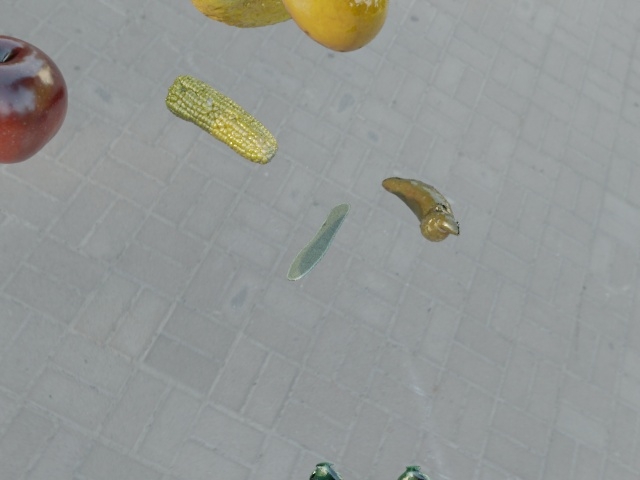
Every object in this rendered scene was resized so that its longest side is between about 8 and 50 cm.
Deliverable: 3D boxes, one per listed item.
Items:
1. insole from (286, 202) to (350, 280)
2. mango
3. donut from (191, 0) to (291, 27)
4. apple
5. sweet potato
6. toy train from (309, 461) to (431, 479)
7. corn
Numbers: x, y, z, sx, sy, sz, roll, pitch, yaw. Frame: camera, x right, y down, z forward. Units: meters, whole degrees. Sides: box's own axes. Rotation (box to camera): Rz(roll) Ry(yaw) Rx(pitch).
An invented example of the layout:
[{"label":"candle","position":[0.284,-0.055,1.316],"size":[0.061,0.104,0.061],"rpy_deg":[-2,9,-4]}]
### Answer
[{"label":"insole","position":[0.000,0.000,1.316],"size":[0.232,0.080,0.003],"rpy_deg":[-55,128,-25]},{"label":"mango","position":[0.001,-0.266,0.569],"size":[0.090,0.115,0.178],"rpy_deg":[-51,127,-21]},{"label":"donut","position":[-0.048,-0.454,0.848],"size":[0.378,0.435,0.163],"rpy_deg":[-29,99,-61]},{"label":"apple","position":[-0.564,-0.249,1.047],"size":[0.218,0.201,0.218],"rpy_deg":[8,47,-8]},{"label":"sweet potato","position":[0.261,-0.071,1.429],"size":[0.124,0.098,0.310],"rpy_deg":[23,20,-30]},{"label":"toy train","position":[0.049,0.319,0.648],"size":[0.083,0.200,0.132],"rpy_deg":[-16,98,-65]},{"label":"corn","position":[-0.214,-0.258,1.287],"size":[0.292,0.101,0.101],"rpy_deg":[37,61,15]}]
